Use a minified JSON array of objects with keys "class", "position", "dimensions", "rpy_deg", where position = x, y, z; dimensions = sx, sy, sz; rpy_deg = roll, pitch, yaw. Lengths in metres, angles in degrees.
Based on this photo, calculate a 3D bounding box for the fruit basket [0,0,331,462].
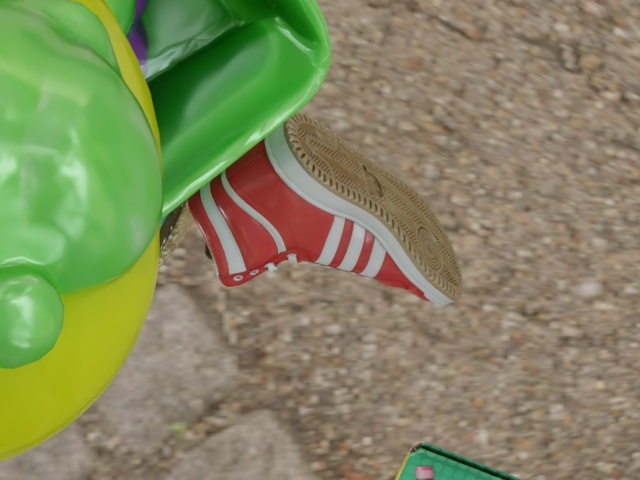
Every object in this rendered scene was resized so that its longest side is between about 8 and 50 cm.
[{"class":"fruit basket","position":[-0.177,-0.036,0.600],"dimensions":[0.392,0.392,0.283],"rpy_deg":[-42,88,18]}]

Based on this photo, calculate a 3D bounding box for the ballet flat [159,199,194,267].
[{"class":"ballet flat","position":[-0.053,-0.073,0.836],"dimensions":[0.073,0.067,0.206],"rpy_deg":[39,127,33]}]

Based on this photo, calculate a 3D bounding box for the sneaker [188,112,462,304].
[{"class":"sneaker","position":[0.000,0.000,0.759],"dimensions":[0.067,0.118,0.042],"rpy_deg":[-31,43,25]}]

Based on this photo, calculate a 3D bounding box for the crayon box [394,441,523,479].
[{"class":"crayon box","position":[0.026,0.259,0.949],"dimensions":[0.081,0.165,0.278],"rpy_deg":[20,56,14]}]
